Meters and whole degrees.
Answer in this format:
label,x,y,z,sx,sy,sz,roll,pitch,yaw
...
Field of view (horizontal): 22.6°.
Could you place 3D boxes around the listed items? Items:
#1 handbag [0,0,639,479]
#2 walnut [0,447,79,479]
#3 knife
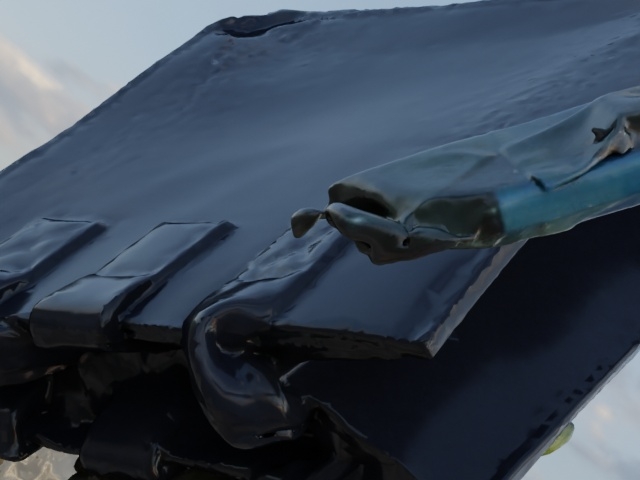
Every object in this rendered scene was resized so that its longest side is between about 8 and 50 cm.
label,x,y,z,sx,sy,sz,roll,pitch,yaw
handbag,0.000,0.000,0.680,0.303,0.329,0.122,2,-62,37
walnut,-0.277,0.125,0.985,0.381,0.381,0.381,37,-10,8
knife,0.136,-0.042,0.374,0.044,0.296,0.026,-115,-171,-73
